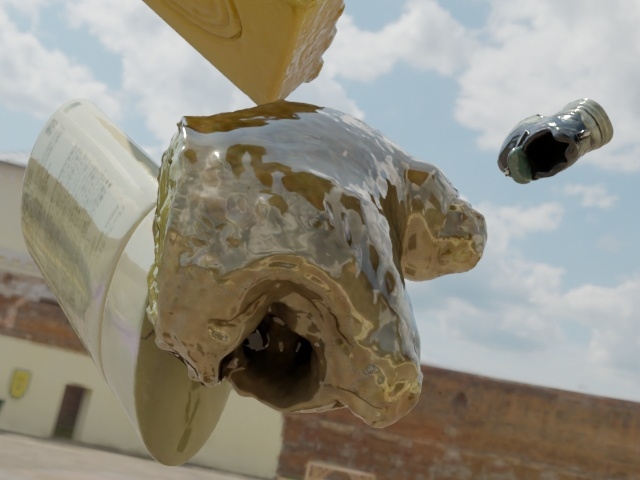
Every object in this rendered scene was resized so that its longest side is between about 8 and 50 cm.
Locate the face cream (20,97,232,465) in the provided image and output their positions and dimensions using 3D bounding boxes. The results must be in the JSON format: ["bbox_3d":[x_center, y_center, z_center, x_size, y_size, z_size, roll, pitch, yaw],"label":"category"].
[{"bbox_3d":[-0.161,0.012,0.763,0.081,0.174,0.348,5,20,-33],"label":"face cream"}]

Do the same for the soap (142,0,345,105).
[{"bbox_3d":[-0.122,-0.302,0.965,0.324,0.096,0.204,42,-28,9],"label":"soap"}]

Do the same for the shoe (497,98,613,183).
[{"bbox_3d":[0.247,-0.100,1.086,0.071,0.099,0.169,58,-32,-5],"label":"shoe"}]

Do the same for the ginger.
[{"bbox_3d":[0.000,0.000,0.553,0.221,0.130,0.276,11,30,-23],"label":"ginger"}]
